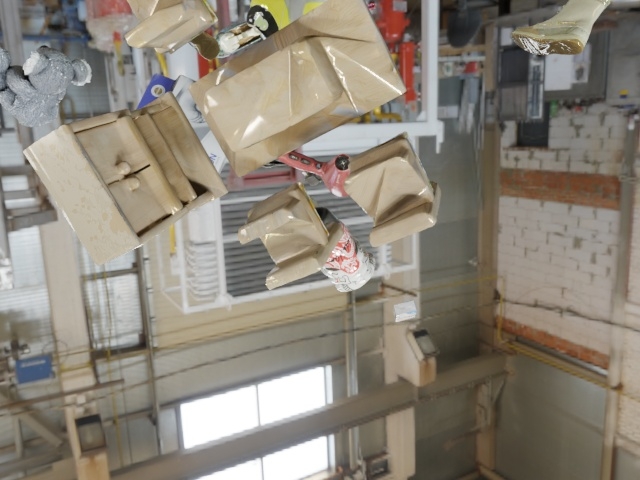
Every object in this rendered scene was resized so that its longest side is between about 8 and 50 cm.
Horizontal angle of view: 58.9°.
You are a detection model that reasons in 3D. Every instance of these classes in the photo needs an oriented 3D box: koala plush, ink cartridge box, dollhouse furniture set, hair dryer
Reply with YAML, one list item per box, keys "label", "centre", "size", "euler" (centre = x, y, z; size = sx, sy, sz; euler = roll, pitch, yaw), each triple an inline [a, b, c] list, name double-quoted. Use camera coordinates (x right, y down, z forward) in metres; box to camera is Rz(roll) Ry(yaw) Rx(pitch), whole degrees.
- label: "koala plush"
  centre: [-0.719, -0.421, 1.475]
  size: [0.221, 0.203, 0.196]
  euler: [-18, 171, 32]
- label: "ink cartridge box"
  centre: [0.199, 0.169, 1.341]
  size: [0.048, 0.028, 0.083]
  euler: [-14, 159, 0]
- label: "dollhouse furniture set"
  centre: [-0.097, -0.148, 0.686]
  size: [0.394, 0.362, 0.256]
  euler: [-23, -166, 22]
- label: "hair dryer"
  centre: [-0.018, -0.153, 1.256]
  size: [0.224, 0.080, 0.294]
  euler: [14, 174, -37]
- label: "ink cartridge box"
  centre: [-0.298, -0.240, 1.220]
  size: [0.224, 0.223, 0.045]
  euler: [21, 164, -5]

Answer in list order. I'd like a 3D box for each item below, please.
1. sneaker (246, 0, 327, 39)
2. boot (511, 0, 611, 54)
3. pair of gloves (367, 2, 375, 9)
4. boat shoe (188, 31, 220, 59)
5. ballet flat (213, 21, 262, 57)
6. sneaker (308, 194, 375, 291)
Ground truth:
- label: "sneaker"
  centre: [-0.041, -0.362, 0.860]
  size: [0.147, 0.145, 0.384]
  euler: [-45, -174, 11]
- label: "boot"
  centre: [0.599, -0.552, 1.415]
  size: [0.077, 0.165, 0.213]
  euler: [31, -179, -37]
- label: "pair of gloves"
  centre: [0.030, -0.484, 1.264]
  size: [0.198, 0.023, 0.159]
  euler: [-21, -177, -25]
- label: "boat shoe"
  centre: [-0.299, -0.499, 1.394]
  size: [0.056, 0.049, 0.152]
  euler: [-43, 162, 4]
- label: "ballet flat"
  centre: [-0.205, -0.531, 1.469]
  size: [0.188, 0.070, 0.070]
  euler: [-29, -166, 0]
- label: "sneaker"
  centre: [-0.001, 0.001, 0.954]
  size: [0.090, 0.145, 0.270]
  euler: [-44, -159, -4]
